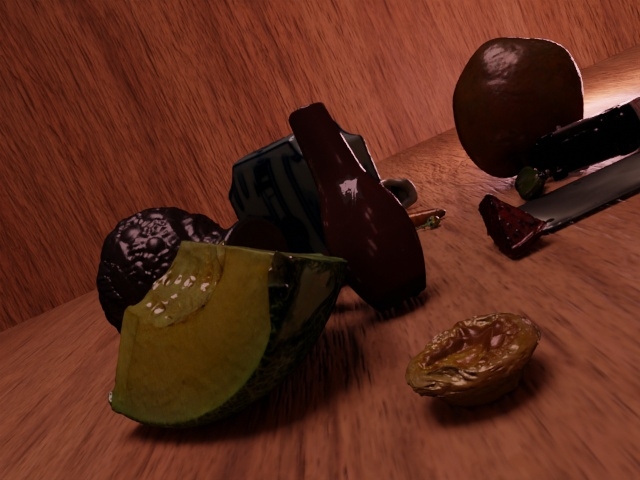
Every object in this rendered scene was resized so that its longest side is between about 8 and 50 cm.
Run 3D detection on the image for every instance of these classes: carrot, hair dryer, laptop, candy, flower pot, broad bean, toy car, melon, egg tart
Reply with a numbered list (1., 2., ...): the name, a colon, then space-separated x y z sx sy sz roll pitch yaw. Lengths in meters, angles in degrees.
1. carrot: 0.139 -0.033 1.403 0.257 0.061 0.061 -17 11 21
2. hair dryer: 0.000 0.000 1.036 0.123 0.312 0.340 -20 -16 -34
3. laptop: 0.429 -0.081 1.044 0.269 0.015 0.187 -25 9 0
4. candy: 0.200 -0.026 1.325 0.083 0.025 0.023 -28 -23 38
5. flower pot: -0.207 0.062 1.186 0.267 0.266 0.266 -6 18 32
6. broad bean: 0.373 -0.100 1.190 0.061 0.046 0.195 -51 -3 11
7. toy car: 0.488 -0.184 1.205 0.210 0.089 0.108 -23 9 45
8. melon: -0.110 0.095 0.850 0.331 0.226 0.343 -37 26 -28
9. egg tart: 0.140 0.110 0.608 0.130 0.052 0.130 -25 11 5

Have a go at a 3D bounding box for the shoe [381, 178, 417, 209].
1. shoe: 0.099 -0.078 1.565 0.293 0.109 0.149 -25 2 -30

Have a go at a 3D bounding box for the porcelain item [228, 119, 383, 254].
1. porcelain item: -0.021 -0.059 1.251 0.286 0.281 0.157 -13 12 45

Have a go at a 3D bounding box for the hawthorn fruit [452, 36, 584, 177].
1. hawthorn fruit: 0.402 -0.256 1.383 0.268 0.301 0.268 5 -20 2

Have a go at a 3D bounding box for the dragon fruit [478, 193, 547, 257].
1. dragon fruit: 0.277 -0.022 0.970 0.063 0.097 0.131 -21 -10 2
